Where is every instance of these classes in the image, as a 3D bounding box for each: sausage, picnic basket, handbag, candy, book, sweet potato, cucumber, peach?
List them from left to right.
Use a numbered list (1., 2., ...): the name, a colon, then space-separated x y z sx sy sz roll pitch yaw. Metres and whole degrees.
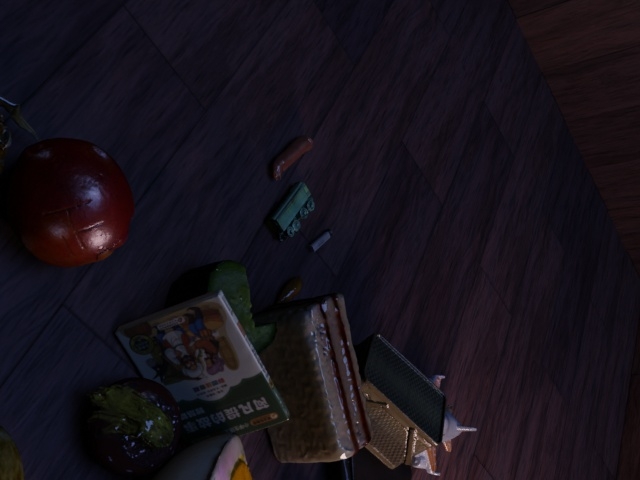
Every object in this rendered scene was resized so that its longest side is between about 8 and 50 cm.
1. peach: -0.373 -0.062 1.121 0.197 0.197 0.197 14 72 -49
2. book: -0.197 0.226 1.275 0.027 0.202 0.264 -77 144 -66
3. cucumber: -0.189 0.139 1.364 0.191 0.130 0.191 27 55 -47
4. sweet potato: -0.062 0.106 1.589 0.095 0.034 0.034 -51 121 -41
5. sausage: -0.064 -0.185 1.644 0.042 0.036 0.158 36 47 2
6. candy: -0.024 0.274 1.487 0.135 0.179 0.320 -16 95 -53
7. handbag: 0.110 0.494 1.689 0.247 0.080 0.223 13 64 -48
8. picnic basket: 0.137 0.344 1.626 0.267 0.139 0.165 44 32 -13

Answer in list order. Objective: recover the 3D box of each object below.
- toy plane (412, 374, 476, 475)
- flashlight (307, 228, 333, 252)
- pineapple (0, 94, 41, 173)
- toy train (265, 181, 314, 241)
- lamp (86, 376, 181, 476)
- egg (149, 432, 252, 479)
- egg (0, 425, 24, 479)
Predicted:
1. toy plane: 0.282 0.455 1.872 0.245 0.117 0.244 11 75 -50
2. flashlight: 0.000 0.000 1.698 0.083 0.018 0.018 -42 115 -46
3. pineapple: -0.503 -0.215 1.021 0.334 0.161 0.158 51 45 -28
4. toy train: -0.063 -0.059 1.620 0.071 0.038 0.148 55 46 -24
5. lamp: -0.286 0.296 1.194 0.157 0.135 0.156 -8 89 -53
6. egg: -0.217 0.446 1.225 0.286 0.174 0.264 -71 161 -55
7. egg: -0.471 0.325 0.882 0.238 0.238 0.289 61 33 -22
